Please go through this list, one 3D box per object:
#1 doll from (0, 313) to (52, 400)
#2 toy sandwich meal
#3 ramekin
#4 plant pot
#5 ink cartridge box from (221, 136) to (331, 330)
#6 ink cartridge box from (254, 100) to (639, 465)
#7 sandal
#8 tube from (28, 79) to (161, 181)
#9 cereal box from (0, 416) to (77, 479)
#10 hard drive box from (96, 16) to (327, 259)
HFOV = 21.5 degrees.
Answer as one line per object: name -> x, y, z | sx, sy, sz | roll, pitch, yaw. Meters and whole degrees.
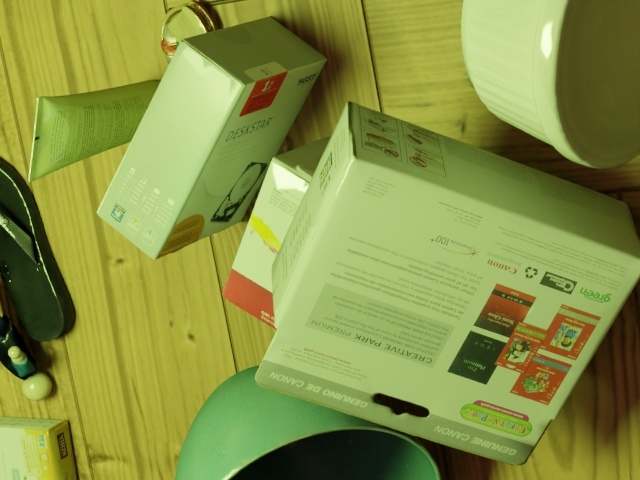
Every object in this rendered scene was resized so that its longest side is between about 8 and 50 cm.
doll -> -0.390, 0.121, 2.086 | 0.129, 0.046, 0.189 | 22, 141, 64
toy sandwich meal -> -0.150, -0.226, 1.886 | 0.085, 0.029, 0.085 | 9, 108, 28
ramekin -> 0.241, -0.210, 1.539 | 0.127, 0.273, 0.273 | 21, 114, 37
plant pot -> -0.037, 0.246, 1.841 | 0.290, 0.290, 0.195 | -62, 35, 27
ink cartridge box -> 0.000, 0.000, 1.806 | 0.127, 0.128, 0.176 | 30, 117, 19
ink cartridge box -> 0.117, 0.049, 1.670 | 0.309, 0.130, 0.272 | 20, 117, -12
sandal -> -0.381, 0.006, 2.068 | 0.097, 0.054, 0.254 | -29, 89, 32
tube -> -0.243, -0.131, 1.841 | 0.062, 0.240, 0.070 | -28, 90, 30
cereal box -> -0.420, 0.314, 2.183 | 0.240, 0.047, 0.173 | -2, 103, 30
hard drive box -> -0.116, -0.112, 1.810 | 0.089, 0.181, 0.232 | 37, 120, 15
